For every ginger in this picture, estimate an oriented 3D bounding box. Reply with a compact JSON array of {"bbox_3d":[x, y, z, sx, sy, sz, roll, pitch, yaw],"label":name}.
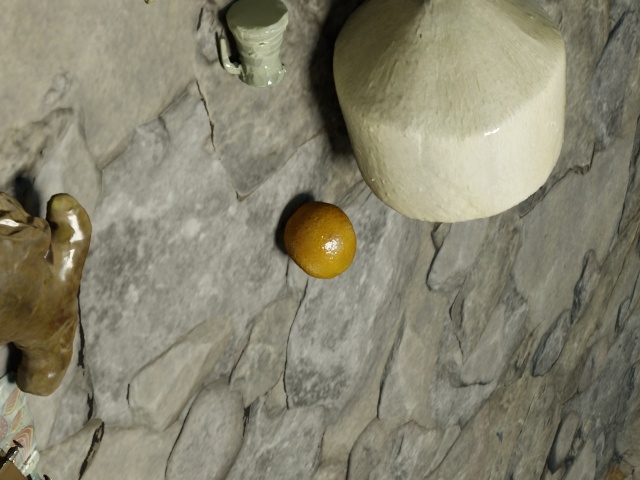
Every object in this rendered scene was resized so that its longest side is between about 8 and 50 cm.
[{"bbox_3d":[-0.257,0.024,1.149,0.166,0.080,0.333,-55,148,0],"label":"ginger"}]

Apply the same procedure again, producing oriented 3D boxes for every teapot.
[{"bbox_3d":[-0.060,-0.177,1.384,0.067,0.057,0.083,-16,137,-10],"label":"teapot"}]

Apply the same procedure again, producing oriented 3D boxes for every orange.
[{"bbox_3d":[0.000,0.000,1.583,0.085,0.085,0.085,-39,141,-42],"label":"orange"}]

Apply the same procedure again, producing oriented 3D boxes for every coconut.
[{"bbox_3d":[0.134,-0.158,1.534,0.237,0.237,0.266,-53,146,-25],"label":"coconut"}]

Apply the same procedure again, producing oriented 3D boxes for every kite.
[{"bbox_3d":[-0.280,0.222,1.323,0.127,0.016,0.229,-45,141,-31],"label":"kite"}]

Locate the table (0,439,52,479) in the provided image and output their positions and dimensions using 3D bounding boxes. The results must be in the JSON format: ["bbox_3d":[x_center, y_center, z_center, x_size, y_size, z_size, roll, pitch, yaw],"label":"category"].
[{"bbox_3d":[-0.275,0.205,1.239,0.082,0.070,0.083,-53,144,-23],"label":"table"}]

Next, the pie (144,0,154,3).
[{"bbox_3d":[-0.065,-0.304,1.260,0.282,0.068,0.128,-46,156,-34],"label":"pie"}]
